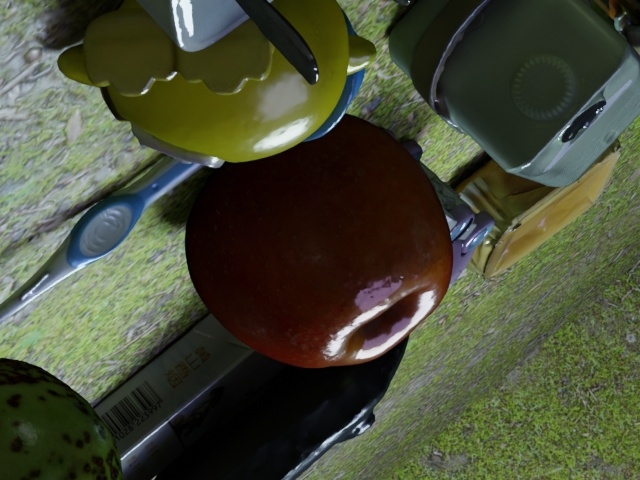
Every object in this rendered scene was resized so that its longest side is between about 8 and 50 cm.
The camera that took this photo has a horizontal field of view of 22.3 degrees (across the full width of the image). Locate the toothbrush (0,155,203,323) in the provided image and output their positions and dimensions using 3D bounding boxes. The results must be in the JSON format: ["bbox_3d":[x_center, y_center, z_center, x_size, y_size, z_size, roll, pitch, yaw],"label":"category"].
[{"bbox_3d":[-0.159,-0.015,1.247,0.386,0.040,0.040,-39,164,-14],"label":"toothbrush"}]

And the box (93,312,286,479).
[{"bbox_3d":[-0.144,0.163,1.692,0.233,0.067,0.149,-39,166,-10],"label":"box"}]

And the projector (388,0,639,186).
[{"bbox_3d":[0.183,-0.157,1.454,0.163,0.177,0.242,-48,163,10],"label":"projector"}]

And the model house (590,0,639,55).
[{"bbox_3d":[0.447,-0.276,1.548,0.357,0.313,0.242,-44,166,1],"label":"model house"}]

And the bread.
[{"bbox_3d":[0.255,-0.063,1.995,0.241,0.107,0.136,-35,160,-26],"label":"bread"}]

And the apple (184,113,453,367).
[{"bbox_3d":[0.000,0.000,1.385,0.218,0.201,0.218,-31,159,-13],"label":"apple"}]

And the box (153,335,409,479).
[{"bbox_3d":[-0.057,0.212,1.764,0.359,0.091,0.350,-40,-176,16],"label":"box"}]

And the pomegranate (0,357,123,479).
[{"bbox_3d":[-0.290,0.184,1.243,0.222,0.276,0.204,-61,-162,23],"label":"pomegranate"}]

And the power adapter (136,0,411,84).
[{"bbox_3d":[-0.044,-0.171,0.822,0.130,0.205,0.125,-37,163,-14],"label":"power adapter"}]

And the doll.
[{"bbox_3d":[-0.062,-0.120,1.053,0.363,0.199,0.145,-23,115,-82],"label":"doll"}]

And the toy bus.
[{"bbox_3d":[0.074,-0.014,1.622,0.142,0.142,0.202,-47,164,11],"label":"toy bus"}]
